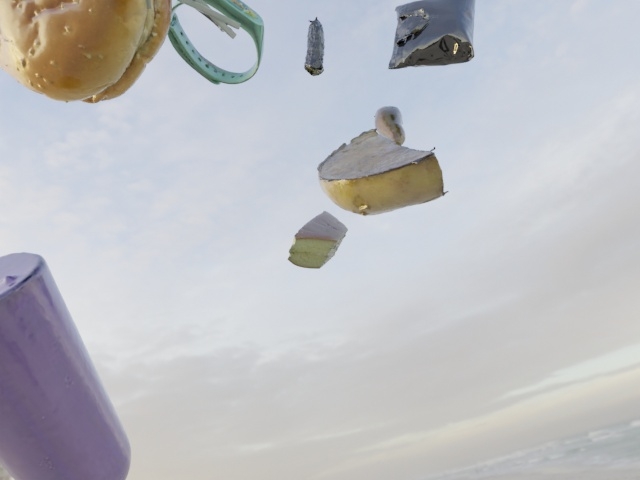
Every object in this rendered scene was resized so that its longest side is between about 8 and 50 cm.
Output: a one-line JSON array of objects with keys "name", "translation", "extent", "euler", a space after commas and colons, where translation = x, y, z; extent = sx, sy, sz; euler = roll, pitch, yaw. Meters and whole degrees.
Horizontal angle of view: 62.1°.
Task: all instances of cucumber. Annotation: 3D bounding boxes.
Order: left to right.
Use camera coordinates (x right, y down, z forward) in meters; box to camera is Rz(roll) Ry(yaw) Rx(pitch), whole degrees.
[{"name": "cucumber", "translation": [-0.012, -0.486, 1.333], "extent": [0.053, 0.181, 0.053], "euler": [2, -22, 1]}]

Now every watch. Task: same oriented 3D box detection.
[{"name": "watch", "translation": [-0.238, -0.467, 1.208], "extent": [0.237, 0.068, 0.195], "euler": [30, -52, -23]}]

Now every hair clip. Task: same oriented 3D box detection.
[{"name": "hair clip", "translation": [-0.196, -0.393, 0.919], "extent": [0.115, 0.030, 0.039], "euler": [26, -5, -42]}]

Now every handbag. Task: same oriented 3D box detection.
[{"name": "handbag", "translation": [0.275, -0.520, 1.310], "extent": [0.211, 0.254, 0.088], "euler": [-2, -33, 22]}]

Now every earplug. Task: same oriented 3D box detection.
[{"name": "earplug", "translation": [-0.456, 0.259, 0.863], "extent": [0.215, 0.215, 0.455], "euler": [-16, -65, 0]}]

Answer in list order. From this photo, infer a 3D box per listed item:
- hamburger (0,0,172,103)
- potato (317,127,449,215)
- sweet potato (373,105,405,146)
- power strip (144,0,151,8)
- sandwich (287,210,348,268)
[{"name": "hamburger", "translation": [-0.406, -0.377, 0.861], "extent": [0.314, 0.290, 0.170], "euler": [-50, -9, 12]}, {"name": "potato", "translation": [0.077, -0.083, 0.780], "extent": [0.138, 0.243, 0.098], "euler": [-27, -68, -4]}, {"name": "sweet potato", "translation": [0.179, -0.298, 1.352], "extent": [0.077, 0.243, 0.077], "euler": [-1, -65, -1]}, {"name": "power strip", "translation": [-0.212, -0.381, 0.643], "extent": [0.137, 0.044, 0.216], "euler": [2, -38, 0]}, {"name": "sandwich", "translation": [0.000, 0.000, 1.332], "extent": [0.094, 0.096, 0.258], "euler": [-66, -11, 26]}]
